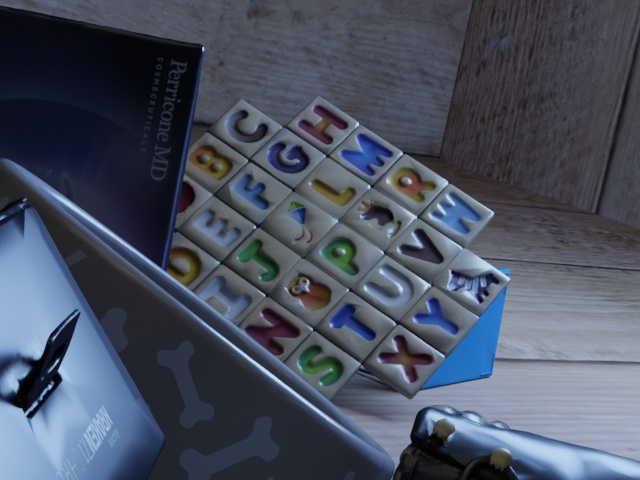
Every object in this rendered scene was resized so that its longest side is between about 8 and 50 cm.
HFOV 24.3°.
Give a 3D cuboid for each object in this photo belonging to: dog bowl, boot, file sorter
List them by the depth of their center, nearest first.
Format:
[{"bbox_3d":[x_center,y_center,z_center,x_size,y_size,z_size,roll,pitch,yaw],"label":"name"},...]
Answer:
[{"bbox_3d":[0.176,0.198,0.896,0.284,0.138,0.377,15,6,12],"label":"boot"},{"bbox_3d":[-0.103,0.080,0.904,0.349,0.102,0.349,39,-3,2],"label":"dog bowl"},{"bbox_3d":[0.104,0.081,1.557,0.104,0.118,0.170,14,9,35],"label":"file sorter"}]

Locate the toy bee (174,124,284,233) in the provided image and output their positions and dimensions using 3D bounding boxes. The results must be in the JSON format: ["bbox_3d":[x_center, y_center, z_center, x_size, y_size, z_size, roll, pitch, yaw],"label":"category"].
[{"bbox_3d":[-0.180,0.011,1.545,0.298,0.195,0.162,-6,-30,-9],"label":"toy bee"}]

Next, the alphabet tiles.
[{"bbox_3d":[0.000,0.000,1.458,0.343,0.011,0.285,35,60,17],"label":"alphabet tiles"}]

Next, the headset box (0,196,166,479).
[{"bbox_3d":[-0.206,0.111,0.550,0.283,0.131,0.246,-27,7,7],"label":"headset box"}]

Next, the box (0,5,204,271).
[{"bbox_3d":[-0.265,-0.042,1.231,0.294,0.296,0.183,10,1,-8],"label":"box"}]
